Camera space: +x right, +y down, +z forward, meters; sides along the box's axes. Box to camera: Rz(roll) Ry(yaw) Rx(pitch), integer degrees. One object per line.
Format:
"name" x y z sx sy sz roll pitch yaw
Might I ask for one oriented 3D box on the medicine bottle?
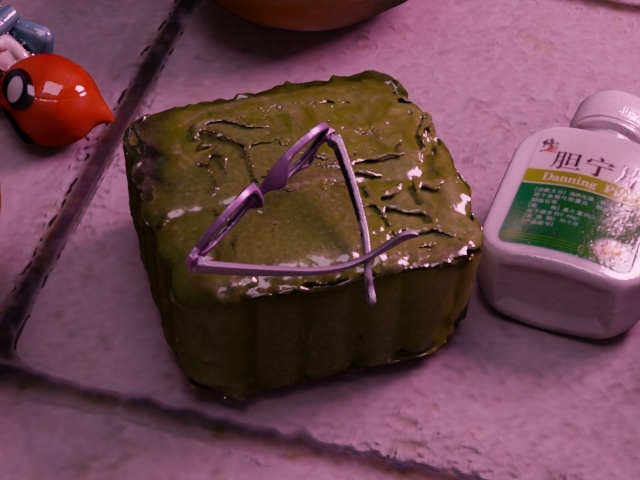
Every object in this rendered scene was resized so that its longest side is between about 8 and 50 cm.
"medicine bottle" 0.182 -0.022 1.316 0.119 0.069 0.183 14 45 15

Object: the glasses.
"glasses" 0.000 0.000 1.158 0.104 0.062 0.140 41 55 5

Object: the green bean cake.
"green bean cake" -0.015 -0.009 1.264 0.214 0.113 0.200 -10 46 -13

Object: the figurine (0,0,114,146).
"figurine" -0.212 -0.115 1.396 0.140 0.068 0.075 34 50 20

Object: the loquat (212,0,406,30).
"loquat" 0.004 -0.251 1.460 0.227 0.179 0.179 -18 49 -18
